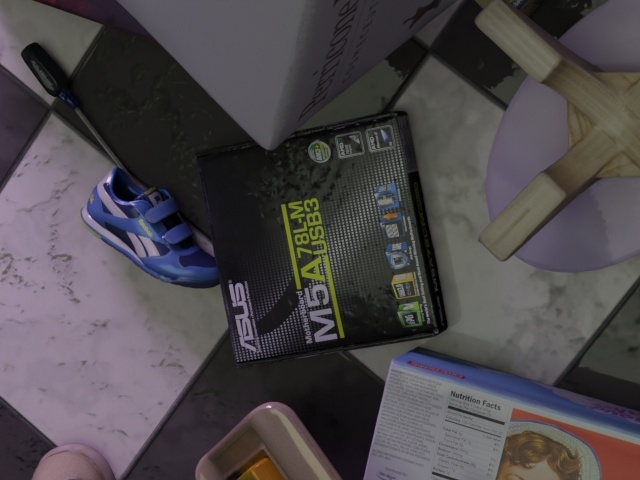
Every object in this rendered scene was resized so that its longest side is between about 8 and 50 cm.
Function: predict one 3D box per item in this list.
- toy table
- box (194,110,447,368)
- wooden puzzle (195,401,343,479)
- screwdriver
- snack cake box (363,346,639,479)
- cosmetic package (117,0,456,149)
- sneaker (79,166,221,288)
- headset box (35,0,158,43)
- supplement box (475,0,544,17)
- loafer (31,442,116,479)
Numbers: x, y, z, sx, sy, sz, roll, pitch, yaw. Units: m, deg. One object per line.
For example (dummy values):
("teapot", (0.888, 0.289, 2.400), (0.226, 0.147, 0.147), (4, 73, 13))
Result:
("toy table", (0.226, -0.084, 1.262), (0.252, 0.161, 0.274), (34, 105, 12))
("box", (0.000, 0.000, 1.408), (0.184, 0.045, 0.191), (-10, 93, 17))
("wooden puzzle", (-0.018, 0.252, 1.372), (0.044, 0.239, 0.221), (-32, 83, -25))
("screwdriver", (-0.205, -0.108, 1.482), (0.025, 0.024, 0.170), (-42, 88, -11))
("snack cake box", (0.172, 0.195, 1.349), (0.264, 0.089, 0.152), (16, 99, 16))
("cosmetic package", (0.014, -0.346, 1.124), (0.393, 0.329, 0.327), (-40, 78, -21))
("sneaker", (-0.141, -0.009, 1.448), (0.144, 0.053, 0.059), (32, 112, 12))
("headset box", (-0.162, -0.291, 1.394), (0.293, 0.110, 0.218), (21, 102, 15))
("supplement box", (0.149, -0.225, 1.325), (0.083, 0.056, 0.083), (-45, 81, 17))
("loafer", (-0.200, 0.316, 1.487), (0.102, 0.092, 0.269), (-25, 88, 20))
